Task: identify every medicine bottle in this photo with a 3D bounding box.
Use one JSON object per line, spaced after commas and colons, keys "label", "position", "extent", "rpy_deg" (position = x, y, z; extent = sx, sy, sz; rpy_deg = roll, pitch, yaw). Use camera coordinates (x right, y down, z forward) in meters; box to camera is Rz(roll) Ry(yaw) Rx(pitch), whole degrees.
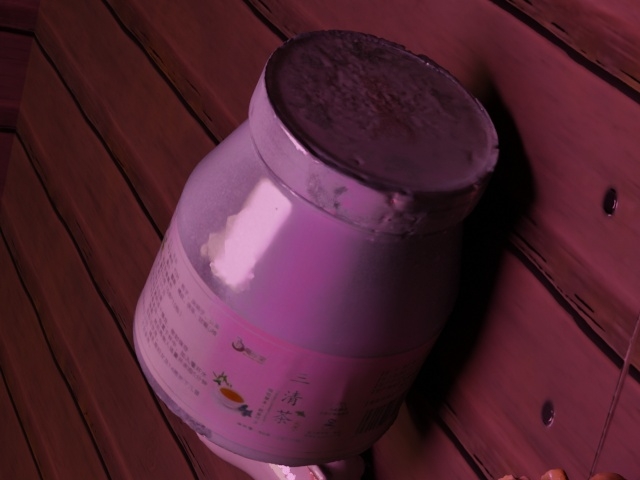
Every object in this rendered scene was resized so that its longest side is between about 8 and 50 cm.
{"label": "medicine bottle", "position": [0.000, 0.000, 1.572], "extent": [0.245, 0.245, 0.290], "rpy_deg": [-106, 31, -45]}

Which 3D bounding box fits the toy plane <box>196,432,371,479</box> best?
{"label": "toy plane", "position": [-0.045, 0.173, 1.755], "extent": [0.252, 0.118, 0.252], "rpy_deg": [58, 170, 16]}

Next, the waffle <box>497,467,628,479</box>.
{"label": "waffle", "position": [0.160, 0.358, 1.238], "extent": [0.376, 0.114, 0.261], "rpy_deg": [-105, 32, -43]}
